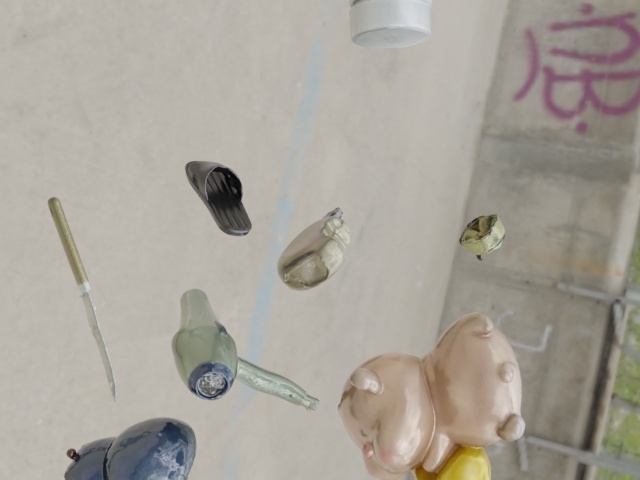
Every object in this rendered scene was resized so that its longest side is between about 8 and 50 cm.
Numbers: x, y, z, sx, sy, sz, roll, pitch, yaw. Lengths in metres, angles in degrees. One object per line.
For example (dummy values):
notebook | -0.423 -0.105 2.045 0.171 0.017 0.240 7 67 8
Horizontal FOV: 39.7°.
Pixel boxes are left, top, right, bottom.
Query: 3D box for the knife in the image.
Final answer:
knife | -0.327 0.083 1.235 0.017 0.047 0.298 -20 92 -36

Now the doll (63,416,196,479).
doll | -0.331 0.403 1.574 0.154 0.258 0.228 63 24 -24

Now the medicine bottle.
medicine bottle | 0.161 -0.613 2.014 0.190 0.190 0.332 11 80 -66

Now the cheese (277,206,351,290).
cheese | 0.000 0.000 1.844 0.082 0.163 0.286 52 29 -16

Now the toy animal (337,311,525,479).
toy animal | 0.151 0.280 1.385 0.345 0.246 0.278 128 -34 -57

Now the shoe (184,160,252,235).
shoe | -0.127 -0.070 1.153 0.062 0.159 0.053 -3 132 -29

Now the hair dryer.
hair dryer | -0.171 0.200 1.660 0.298 0.296 0.119 23 109 -45

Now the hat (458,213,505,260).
hat | 0.297 -0.004 1.595 0.059 0.076 0.077 52 51 -14
